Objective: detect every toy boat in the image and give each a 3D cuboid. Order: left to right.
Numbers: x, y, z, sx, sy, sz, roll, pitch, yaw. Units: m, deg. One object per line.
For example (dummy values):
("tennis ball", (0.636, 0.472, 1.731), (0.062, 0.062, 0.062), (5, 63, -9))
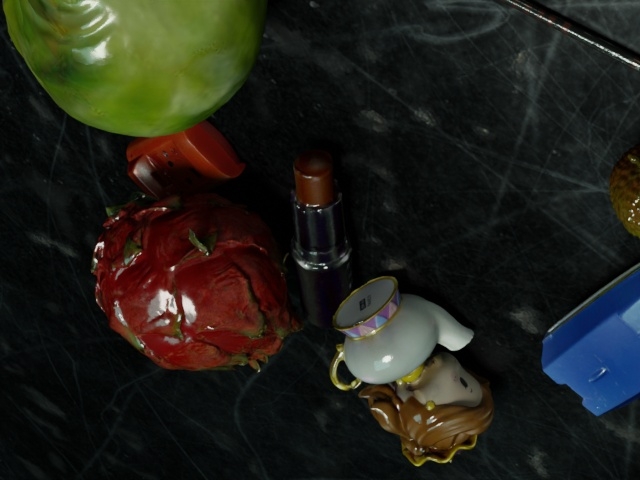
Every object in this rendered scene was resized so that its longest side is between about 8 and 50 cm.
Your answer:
("toy boat", (0.376, 0.081, 1.462), (0.129, 0.088, 0.295), (40, 136, -4))

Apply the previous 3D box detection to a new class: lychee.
("lychee", (0.341, -0.050, 1.302), (0.114, 0.114, 0.146), (-1, 148, 43))

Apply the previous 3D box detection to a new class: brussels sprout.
("brussels sprout", (-0.209, -0.267, 1.395), (0.344, 0.268, 0.344), (29, 143, 25))

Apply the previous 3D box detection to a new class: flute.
("flute", (0.234, -0.208, 1.293), (0.269, 0.014, 0.014), (29, 146, 10))

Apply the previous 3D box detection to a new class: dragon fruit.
("dragon fruit", (-0.151, 0.052, 1.715), (0.299, 0.244, 0.244), (26, 151, -22))

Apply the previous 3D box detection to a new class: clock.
("clock", (-0.183, -0.104, 1.759), (0.113, 0.061, 0.155), (46, 143, -16))

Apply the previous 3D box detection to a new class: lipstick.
("lipstick", (0.000, 0.000, 1.696), (0.081, 0.081, 0.299), (21, 146, 22))

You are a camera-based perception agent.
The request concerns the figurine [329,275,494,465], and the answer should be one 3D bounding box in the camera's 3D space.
("figurine", (0.126, 0.177, 1.740), (0.189, 0.142, 0.263), (-29, 111, 17))
